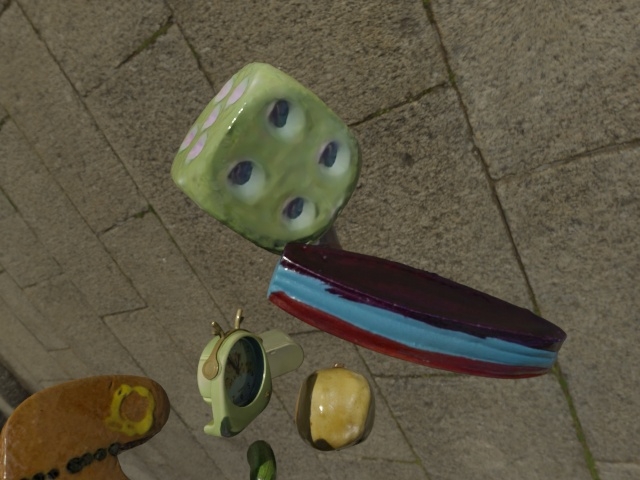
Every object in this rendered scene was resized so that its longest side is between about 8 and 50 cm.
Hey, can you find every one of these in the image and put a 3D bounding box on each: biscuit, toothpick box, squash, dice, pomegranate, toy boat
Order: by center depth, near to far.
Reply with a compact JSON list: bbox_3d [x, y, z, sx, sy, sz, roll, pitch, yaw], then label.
[{"bbox_3d":[0.129,0.090,0.529,0.391,0.136,0.080,17,132,-1],"label":"toy boat"},{"bbox_3d":[-0.351,0.354,0.659,0.052,0.262,0.277,-38,58,32],"label":"biscuit"},{"bbox_3d":[-0.095,-0.141,0.745,0.252,0.254,0.250,36,92,-31],"label":"dice"},{"bbox_3d":[0.000,0.000,1.085,0.098,0.098,0.149,-45,51,40],"label":"toothpick box"},{"bbox_3d":[-0.156,0.589,1.095,0.068,0.077,0.219,45,167,-8],"label":"squash"},{"bbox_3d":[0.051,0.627,1.570,0.332,0.332,0.333,14,126,20],"label":"pomegranate"}]

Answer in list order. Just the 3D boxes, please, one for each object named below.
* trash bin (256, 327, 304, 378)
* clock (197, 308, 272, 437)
[{"bbox_3d":[-0.214,0.467,1.716,0.247,0.243,0.121,-169,64,-70],"label":"trash bin"},{"bbox_3d":[-0.241,0.354,1.147,0.096,0.235,0.308,-6,96,27],"label":"clock"}]
